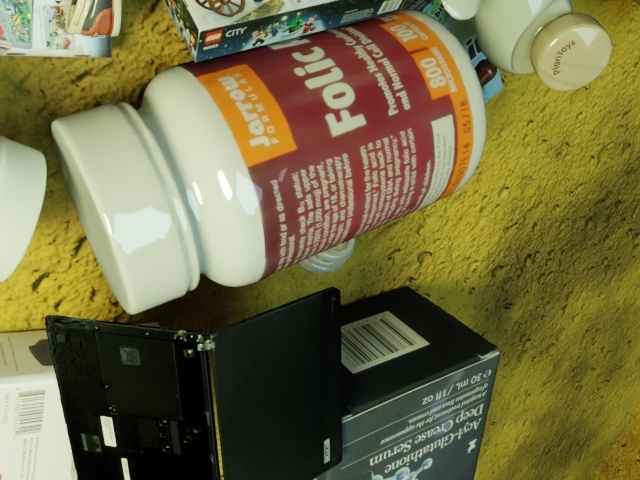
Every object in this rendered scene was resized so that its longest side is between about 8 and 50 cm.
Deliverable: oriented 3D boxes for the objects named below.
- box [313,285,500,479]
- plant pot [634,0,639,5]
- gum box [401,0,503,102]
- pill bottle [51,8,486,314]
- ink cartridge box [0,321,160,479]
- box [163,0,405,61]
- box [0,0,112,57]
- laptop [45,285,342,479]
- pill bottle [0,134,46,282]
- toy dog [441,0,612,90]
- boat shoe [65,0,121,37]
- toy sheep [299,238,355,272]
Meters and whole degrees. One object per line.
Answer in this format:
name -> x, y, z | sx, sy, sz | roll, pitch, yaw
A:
box -> 0.068, 0.315, 0.934 | 0.294, 0.212, 0.395 | -15, 122, -30
plant pot -> 0.484, -0.439, 0.824 | 0.294, 0.275, 0.274 | 6, 111, -21
gum box -> 0.160, -0.238, 0.819 | 0.157, 0.041, 0.184 | -41, 131, -11
pill bottle -> -0.045, -0.088, 0.630 | 0.392, 0.224, 0.224 | -24, 125, -25
ink cartridge box -> -0.290, 0.195, 0.686 | 0.237, 0.100, 0.172 | 1, 113, -35
box -> -0.045, -0.273, 0.584 | 0.233, 0.159, 0.044 | -23, 168, -24
box -> -0.242, -0.264, 0.520 | 0.114, 0.036, 0.207 | -9, 118, -32
laptop -> -0.120, 0.167, 0.648 | 0.136, 0.264, 0.234 | -55, 146, -65
pill bottle -> -0.376, -0.060, 0.444 | 0.302, 0.169, 0.169 | 21, 100, -40
toy dog -> 0.169, -0.283, 0.680 | 0.161, 0.220, 0.333 | -38, 107, 22
boat shoe -> -0.193, -0.241, 0.512 | 0.043, 0.049, 0.137 | -8, 122, -31
toy sheep -> 0.000, 0.000, 0.791 | 0.091, 0.132, 0.091 | 5, 73, -17
